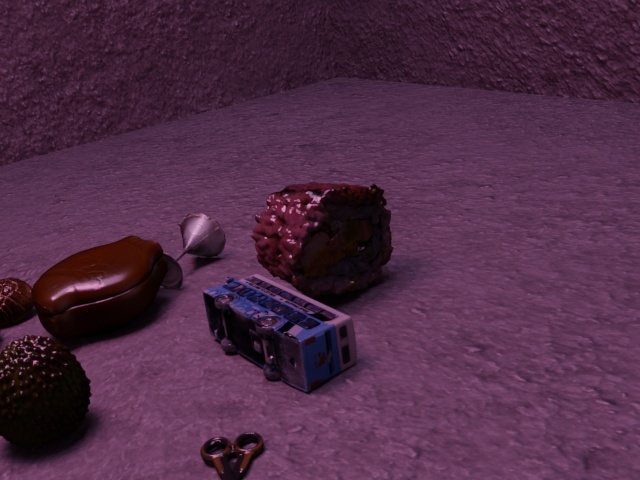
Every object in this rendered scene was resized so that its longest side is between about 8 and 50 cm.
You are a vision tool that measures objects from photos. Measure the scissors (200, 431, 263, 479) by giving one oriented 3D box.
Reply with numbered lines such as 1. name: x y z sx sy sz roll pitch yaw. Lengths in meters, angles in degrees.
1. scissors: -0.114 0.315 0.987 0.088 0.017 0.220 -8 20 -3

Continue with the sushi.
1. sushi: 0.000 0.000 1.474 0.170 0.237 0.270 17 18 42

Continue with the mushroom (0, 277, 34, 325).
1. mushroom: -0.673 0.129 1.650 0.126 0.085 0.109 -26 25 -23

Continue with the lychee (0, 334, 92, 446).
1. lychee: -0.429 0.225 1.167 0.171 0.171 0.171 -9 20 3

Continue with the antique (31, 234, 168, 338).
1. antique: -0.436 0.096 1.543 0.223 0.129 0.278 9 33 36

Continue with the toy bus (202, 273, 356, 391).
1. toy bus: -0.077 0.145 1.301 0.130 0.106 0.297 -20 24 -31

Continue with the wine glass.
1. wine glass: -0.301 0.028 1.724 0.122 0.122 0.183 -1 28 24
